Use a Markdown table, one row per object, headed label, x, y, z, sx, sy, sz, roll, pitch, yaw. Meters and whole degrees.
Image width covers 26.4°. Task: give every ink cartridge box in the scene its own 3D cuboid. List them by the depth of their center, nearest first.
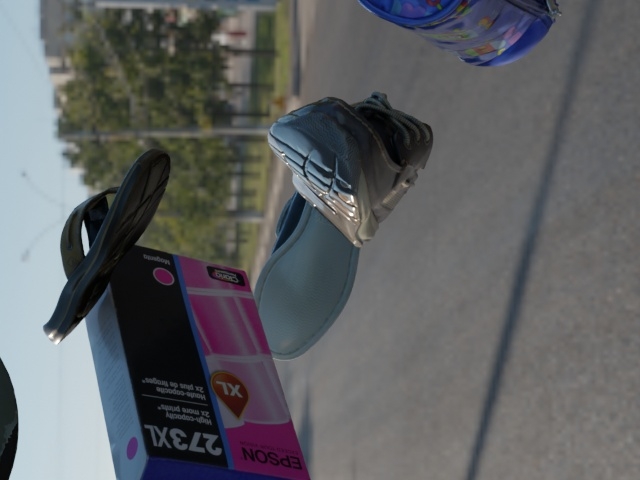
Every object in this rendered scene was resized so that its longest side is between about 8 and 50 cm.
| label | x | y | z | sx | sy | sz | roll | pitch | yaw |
| --- | --- | --- | --- | --- | --- | --- | --- | --- | --- |
| ink cartridge box | -0.118 | 0.157 | 1.292 | 0.069 | 0.175 | 0.371 | -52 | 39 | 32 |

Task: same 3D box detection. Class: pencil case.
| label | x | y | z | sx | sy | sz | roll | pitch | yaw |
| --- | --- | --- | --- | --- | --- | --- | --- | --- | --- |
| pencil case | 0.127 | -0.228 | 1.214 | 0.306 | 0.133 | 0.119 | 1 | -83 | -68 |

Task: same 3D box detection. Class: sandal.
| label | x | y | z | sx | sy | sz | roll | pitch | yaw |
| --- | --- | --- | --- | --- | --- | --- | --- | --- | --- |
| sandal | -0.209 | 0.001 | 1.255 | 0.219 | 0.060 | 0.090 | -56 | -4 | 30 |

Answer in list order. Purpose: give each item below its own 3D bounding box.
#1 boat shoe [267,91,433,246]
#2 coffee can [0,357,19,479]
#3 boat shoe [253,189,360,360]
| label | x | y | z | sx | sy | sz | roll | pitch | yaw |
| --- | --- | --- | --- | --- | --- | --- | --- | --- | --- |
| boat shoe | 0.037 | -0.095 | 1.391 | 0.130 | 0.132 | 0.355 | -46 | -6 | -4 |
| coffee can | -0.328 | 0.168 | 0.976 | 0.275 | 0.201 | 0.202 | 126 | 146 | -63 |
| boat shoe | 0.000 | 0.000 | 1.662 | 0.303 | 0.114 | 0.091 | -63 | 6 | 4 |
